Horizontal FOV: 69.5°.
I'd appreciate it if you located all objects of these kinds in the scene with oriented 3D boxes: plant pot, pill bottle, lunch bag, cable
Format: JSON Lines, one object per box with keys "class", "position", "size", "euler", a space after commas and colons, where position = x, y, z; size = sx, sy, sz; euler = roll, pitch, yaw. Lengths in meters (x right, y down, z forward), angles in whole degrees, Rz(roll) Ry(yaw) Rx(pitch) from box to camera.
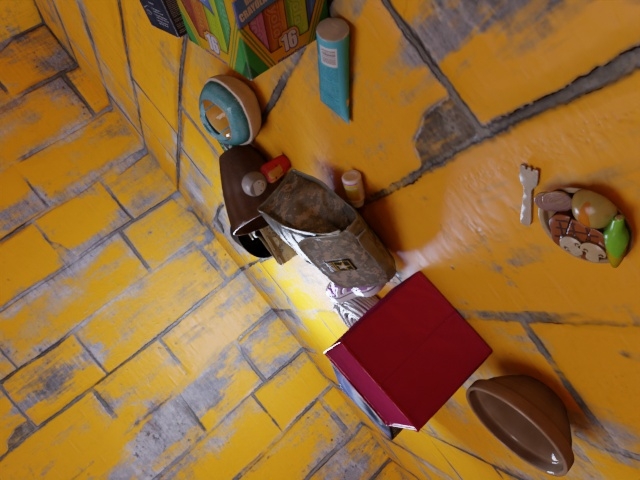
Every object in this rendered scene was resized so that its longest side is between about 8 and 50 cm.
{"class": "plant pot", "position": [-0.207, -0.164, 1.382], "size": [0.230, 0.215, 0.215], "euler": [65, 162, 5]}
{"class": "pill bottle", "position": [0.076, -0.113, 1.025], "size": [0.043, 0.043, 0.083], "euler": [35, 156, 39]}
{"class": "lunch bag", "position": [0.028, -0.010, 1.097], "size": [0.287, 0.169, 0.235], "euler": [30, 167, 44]}
{"class": "plant pot", "position": [0.441, 0.370, 0.987], "size": [0.237, 0.110, 0.237], "euler": [45, 161, 20]}
{"class": "cable", "position": [0.166, 0.270, 1.469], "size": [0.257, 0.089, 0.257], "euler": [58, 159, -22]}

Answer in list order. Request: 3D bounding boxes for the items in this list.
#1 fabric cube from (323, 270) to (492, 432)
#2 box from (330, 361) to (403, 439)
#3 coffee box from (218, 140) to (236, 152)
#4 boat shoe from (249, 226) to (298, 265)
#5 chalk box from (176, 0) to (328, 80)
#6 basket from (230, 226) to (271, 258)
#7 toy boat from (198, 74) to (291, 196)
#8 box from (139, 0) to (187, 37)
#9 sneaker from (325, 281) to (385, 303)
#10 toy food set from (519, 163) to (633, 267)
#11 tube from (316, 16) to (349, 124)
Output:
{"class": "fabric cube", "position": [0.200, 0.275, 1.134], "size": [0.259, 0.258, 0.254], "euler": [48, 160, 8]}
{"class": "box", "position": [0.208, 0.542, 1.741], "size": [0.296, 0.183, 0.294], "euler": [36, 155, 36]}
{"class": "coffee box", "position": [-0.298, -0.327, 1.488], "size": [0.113, 0.040, 0.184], "euler": [24, 147, 54]}
{"class": "boat shoe", "position": [-0.194, -0.027, 1.592], "size": [0.285, 0.089, 0.104], "euler": [39, 160, 30]}
{"class": "chalk box", "position": [-0.117, -0.426, 0.669], "size": [0.180, 0.179, 0.289], "euler": [40, 159, 28]}
{"class": "basket", "position": [-0.275, -0.036, 1.823], "size": [0.204, 0.154, 0.227], "euler": [58, 164, -17]}
{"class": "toy boat", "position": [-0.218, -0.278, 1.228], "size": [0.318, 0.148, 0.267], "euler": [55, 161, -12]}
{"class": "box", "position": [-0.362, -0.581, 1.076], "size": [0.156, 0.093, 0.158], "euler": [37, 158, 37]}
{"class": "sneaker", "position": [0.061, 0.088, 1.330], "size": [0.161, 0.102, 0.282], "euler": [43, 151, -10]}
{"class": "toy food set", "position": [0.339, -0.017, 0.605], "size": [0.192, 0.038, 0.132], "euler": [33, 155, 42]}
{"class": "tube", "position": [0.023, -0.290, 0.815], "size": [0.080, 0.052, 0.207], "euler": [50, 167, 19]}
